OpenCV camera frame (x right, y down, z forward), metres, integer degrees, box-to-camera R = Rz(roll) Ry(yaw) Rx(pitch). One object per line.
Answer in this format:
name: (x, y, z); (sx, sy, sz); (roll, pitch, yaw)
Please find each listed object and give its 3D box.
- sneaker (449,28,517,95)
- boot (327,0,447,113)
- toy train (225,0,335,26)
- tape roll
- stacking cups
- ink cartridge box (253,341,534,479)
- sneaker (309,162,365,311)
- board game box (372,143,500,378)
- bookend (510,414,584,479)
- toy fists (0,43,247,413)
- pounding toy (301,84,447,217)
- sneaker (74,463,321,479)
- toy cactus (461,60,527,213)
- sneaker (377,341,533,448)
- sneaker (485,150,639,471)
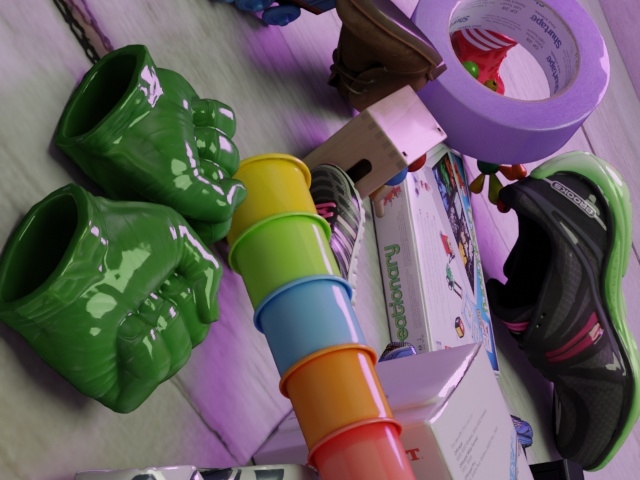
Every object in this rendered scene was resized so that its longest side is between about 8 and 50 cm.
sneaker: (0.273, -0.280, 1.524); (0.221, 0.128, 0.087); (20, 58, -56)
boot: (0.057, -0.193, 1.043); (0.112, 0.115, 0.305); (52, 9, 11)
toy train: (-0.044, -0.276, 0.980); (0.184, 0.105, 0.080); (7, 69, -60)
tape roll: (0.244, -0.241, 1.321); (0.275, 0.090, 0.274); (6, 63, -13)
stacking cups: (-0.011, 0.079, 0.771); (0.096, 0.096, 0.316); (32, 32, -51)
ink cartridge box: (0.086, 0.236, 0.865); (0.168, 0.171, 0.232); (-38, 109, -60)
sneaker: (0.000, 0.000, 0.947); (0.075, 0.063, 0.170); (27, 61, -58)
board game box: (0.137, 0.016, 1.200); (0.193, 0.053, 0.305); (20, 58, -55)
bookend: (0.227, 0.262, 1.119); (0.072, 0.157, 0.156); (28, 52, -54)
toy fists: (-0.125, -0.013, 0.706); (0.142, 0.096, 0.279); (50, 35, -38)
pounding toy: (0.057, -0.078, 1.043); (0.100, 0.141, 0.130); (53, 36, 0)
sneaker: (-0.075, 0.232, 0.673); (0.235, 0.094, 0.153); (26, 60, -63)
toy cactus: (0.230, -0.156, 1.439); (0.219, 0.112, 0.180); (63, 11, -14)
sneaker: (0.146, 0.170, 1.039); (0.221, 0.083, 0.087); (28, 60, -30)
sneaker: (0.340, 0.112, 1.421); (0.185, 0.202, 0.482); (-136, -145, -71)
